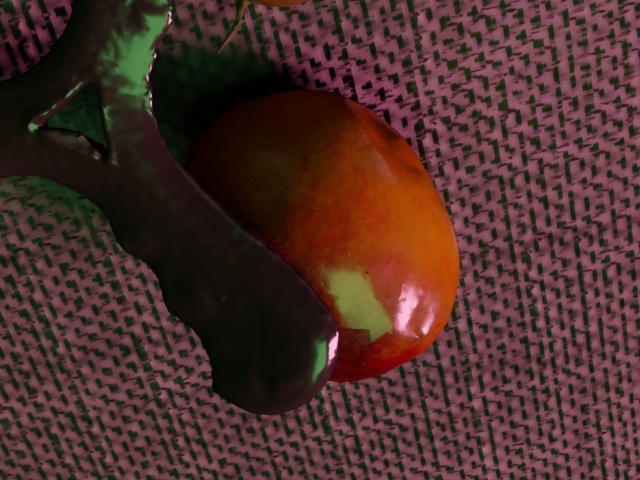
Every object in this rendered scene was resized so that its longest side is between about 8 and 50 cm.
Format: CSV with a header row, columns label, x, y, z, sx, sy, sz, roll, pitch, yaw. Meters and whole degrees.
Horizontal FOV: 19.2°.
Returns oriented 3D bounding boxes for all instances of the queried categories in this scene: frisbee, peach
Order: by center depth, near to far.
label,x,y,z,sx,sy,sz,roll,pitch,yaw
frisbee,-0.076,-0.053,0.599,0.211,0.012,0.187,19,111,7
peach,-0.001,0.001,0.650,0.101,0.100,0.100,-6,135,-6

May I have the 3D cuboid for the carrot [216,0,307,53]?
label,x,y,z,sx,sy,sz,roll,pitch,yaw
carrot,0.056,-0.144,0.545,0.078,0.078,0.298,28,128,-33
